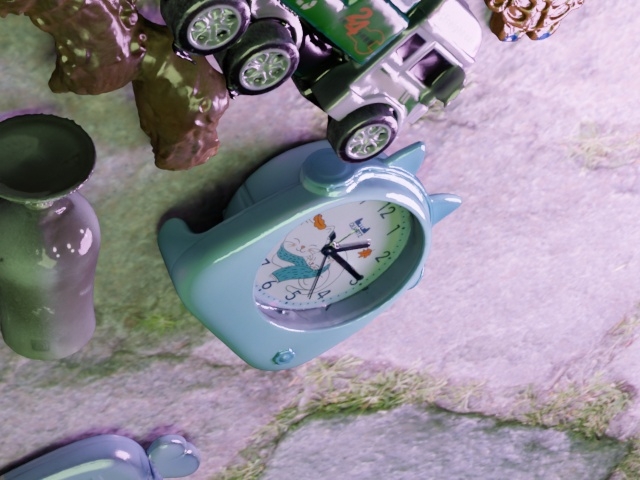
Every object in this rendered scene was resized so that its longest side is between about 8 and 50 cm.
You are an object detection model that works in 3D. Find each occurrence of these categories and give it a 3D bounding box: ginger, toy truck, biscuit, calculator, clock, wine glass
[{"bbox_3d":[-0.152,-0.137,1.209,0.122,0.084,0.290,-38,141,3],"label":"ginger"},{"bbox_3d":[-0.014,-0.203,1.134,0.178,0.176,0.363,-36,147,12],"label":"toy truck"},{"bbox_3d":[0.208,-0.248,1.338,0.124,0.026,0.175,-7,137,-22],"label":"biscuit"},{"bbox_3d":[-0.276,0.293,1.652,0.303,0.042,0.188,-23,140,-1],"label":"calculator"},{"bbox_3d":[0.000,0.000,1.447,0.274,0.094,0.223,-33,142,4],"label":"clock"},{"bbox_3d":[-0.243,0.005,1.303,0.103,0.103,0.231,-12,142,-18],"label":"wine glass"}]
